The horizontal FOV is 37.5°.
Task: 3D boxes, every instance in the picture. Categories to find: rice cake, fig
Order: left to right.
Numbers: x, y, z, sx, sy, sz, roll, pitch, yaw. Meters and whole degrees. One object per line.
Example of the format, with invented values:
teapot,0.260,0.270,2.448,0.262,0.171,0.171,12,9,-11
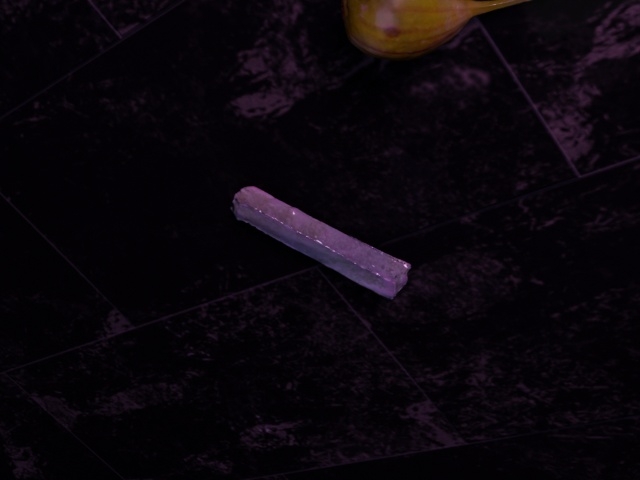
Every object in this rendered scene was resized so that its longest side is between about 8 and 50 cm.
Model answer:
rice cake,0.000,0.000,1.031,0.211,0.034,0.043,28,146,-3
fig,0.095,-0.182,0.771,0.166,0.093,0.093,17,136,8
